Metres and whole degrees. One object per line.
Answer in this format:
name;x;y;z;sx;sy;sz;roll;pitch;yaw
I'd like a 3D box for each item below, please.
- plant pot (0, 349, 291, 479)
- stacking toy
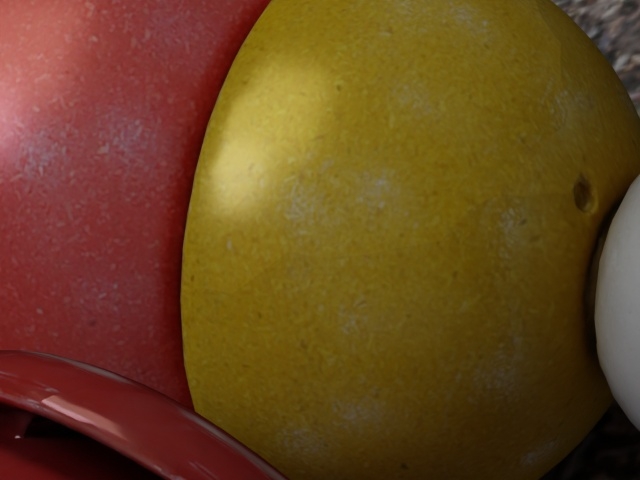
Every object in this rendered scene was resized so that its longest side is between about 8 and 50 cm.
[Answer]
plant pot;-0.084;0.136;0.516;0.191;0.191;0.174;1;49;47
stacking toy;0.000;0.000;0.668;0.479;0.351;0.351;12;56;30
